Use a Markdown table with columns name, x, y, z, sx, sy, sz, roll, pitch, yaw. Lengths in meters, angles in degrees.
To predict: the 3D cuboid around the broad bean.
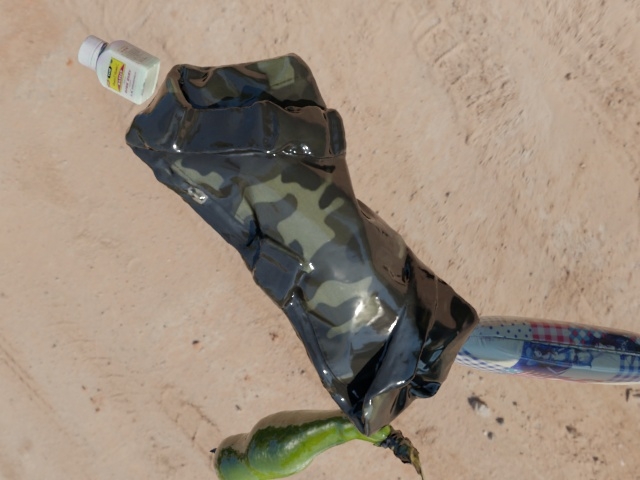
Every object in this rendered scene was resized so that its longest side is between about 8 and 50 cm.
| name | x | y | z | sx | sy | sz | roll | pitch | yaw |
| --- | --- | --- | --- | --- | --- | --- | --- | --- | --- |
| broad bean | -0.025 | 0.232 | 0.634 | 0.318 | 0.056 | 0.098 | -15 | 63 | 43 |

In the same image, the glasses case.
| name | x | y | z | sx | sy | sz | roll | pitch | yaw |
| --- | --- | --- | --- | --- | --- | --- | --- | --- | --- |
| glasses case | 0.315 | 0.147 | 0.778 | 0.327 | 0.125 | 0.076 | 8 | 73 | -12 |

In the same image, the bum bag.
| name | x | y | z | sx | sy | sz | roll | pitch | yaw |
| --- | --- | --- | --- | --- | --- | --- | --- | --- | --- |
| bum bag | 0.000 | 0.000 | 0.467 | 0.144 | 0.095 | 0.340 | -39 | 103 | -10 |

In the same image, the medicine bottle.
| name | x | y | z | sx | sy | sz | roll | pitch | yaw |
| --- | --- | --- | --- | --- | --- | --- | --- | --- | --- |
| medicine bottle | -0.330 | -0.286 | 0.959 | 0.118 | 0.055 | 0.074 | 29 | 132 | -2 |
